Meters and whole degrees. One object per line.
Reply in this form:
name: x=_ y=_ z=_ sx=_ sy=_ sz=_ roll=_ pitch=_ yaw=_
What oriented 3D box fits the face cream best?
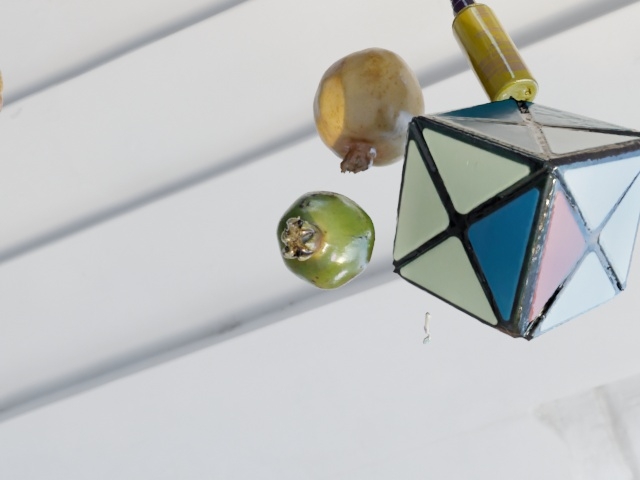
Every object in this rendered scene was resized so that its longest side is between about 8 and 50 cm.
face cream: x=0.267 y=-0.325 z=1.331 sx=0.078 sy=0.078 sz=0.273 roll=54 pitch=14 yaw=-54

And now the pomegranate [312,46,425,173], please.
pomegranate: x=0.088 y=-0.228 z=1.409 sx=0.207 sy=0.207 sz=0.207 roll=-21 pitch=90 yaw=-79

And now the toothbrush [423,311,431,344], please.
toothbrush: x=0.159 y=0.130 z=1.210 sx=0.011 sy=0.013 sz=0.131 roll=52 pitch=-11 yaw=24

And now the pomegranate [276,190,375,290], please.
pomegranate: x=0.000 y=0.000 z=0.903 sx=0.142 sy=0.114 sz=0.114 roll=-5 pitch=74 yaw=-69

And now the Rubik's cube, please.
Rubik's cube: x=0.271 y=-0.042 z=1.116 sx=0.246 sy=0.248 sz=0.250 roll=28 pitch=-59 yaw=43

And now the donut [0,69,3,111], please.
donut: x=-0.906 y=-0.364 z=1.888 sx=0.150 sy=0.317 sz=0.299 roll=-46 pitch=130 yaw=-86
